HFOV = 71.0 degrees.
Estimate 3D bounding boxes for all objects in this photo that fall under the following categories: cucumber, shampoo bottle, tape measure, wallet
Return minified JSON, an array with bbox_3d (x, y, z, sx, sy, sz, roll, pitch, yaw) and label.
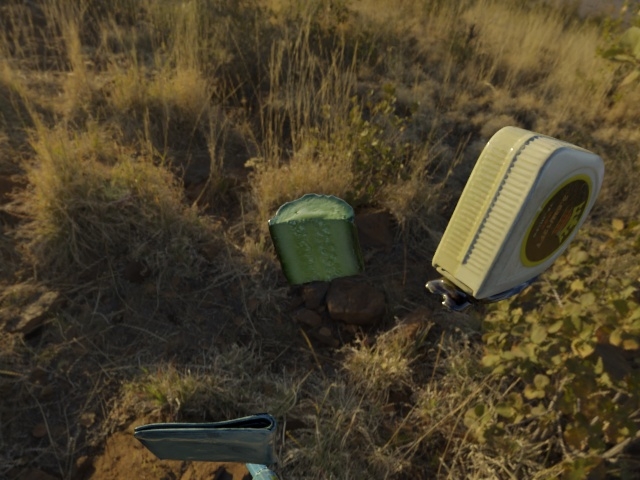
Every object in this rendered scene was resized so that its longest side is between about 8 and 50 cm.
[{"bbox_3d":[0.000,0.000,0.605,0.116,0.115,0.062,-5,39,16],"label":"cucumber"},{"bbox_3d":[-0.135,0.735,1.297,0.061,0.104,0.258,-47,47,-6],"label":"shampoo bottle"},{"bbox_3d":[0.299,-0.028,0.696,0.231,0.271,0.133,0,27,-40],"label":"tape measure"},{"bbox_3d":[-0.237,0.443,0.993,0.290,0.251,0.054,3,51,-4],"label":"wallet"}]
